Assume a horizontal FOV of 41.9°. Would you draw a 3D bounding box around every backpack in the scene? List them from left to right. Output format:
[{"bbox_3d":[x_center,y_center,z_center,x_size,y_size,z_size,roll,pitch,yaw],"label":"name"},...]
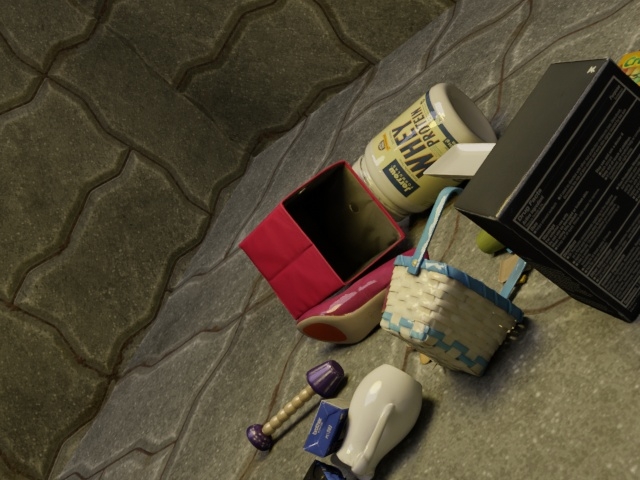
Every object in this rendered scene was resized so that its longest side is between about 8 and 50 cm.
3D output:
[{"bbox_3d":[0.019,0.466,1.514,0.120,0.101,0.098,-152,83,-75],"label":"backpack"}]

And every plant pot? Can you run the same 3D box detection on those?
[{"bbox_3d":[0.367,-0.011,1.741,0.079,0.083,0.083,-49,12,49],"label":"plant pot"}]

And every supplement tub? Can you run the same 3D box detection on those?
[{"bbox_3d":[0.263,-0.218,2.139,0.325,0.235,0.235,-39,20,28],"label":"supplement tub"}]

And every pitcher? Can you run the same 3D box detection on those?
[{"bbox_3d":[0.107,0.334,1.527,0.207,0.125,0.178,-59,0,-13],"label":"pitcher"}]

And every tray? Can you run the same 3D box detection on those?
[{"bbox_3d":[0.373,-0.170,1.850,0.270,0.030,0.145,6,38,45],"label":"tray"}]

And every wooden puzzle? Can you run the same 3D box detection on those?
[{"bbox_3d":[0.387,0.051,1.655,0.079,0.014,0.116,-26,29,42],"label":"wooden puzzle"}]

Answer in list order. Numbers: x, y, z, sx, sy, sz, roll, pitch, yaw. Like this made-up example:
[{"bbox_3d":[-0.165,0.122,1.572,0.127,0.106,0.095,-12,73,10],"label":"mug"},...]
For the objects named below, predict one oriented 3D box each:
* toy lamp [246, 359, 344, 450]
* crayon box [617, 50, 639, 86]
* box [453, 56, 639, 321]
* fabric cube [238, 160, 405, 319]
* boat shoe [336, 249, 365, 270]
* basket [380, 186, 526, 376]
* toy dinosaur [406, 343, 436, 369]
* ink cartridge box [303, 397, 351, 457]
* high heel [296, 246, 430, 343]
[{"bbox_3d":[-0.054,0.376,1.926,0.275,0.080,0.080,-44,18,20],"label":"toy lamp"},{"bbox_3d":[0.628,-0.273,1.635,0.323,0.083,0.203,-52,18,-11],"label":"crayon box"},{"bbox_3d":[0.428,-0.084,1.331,0.296,0.294,0.183,-55,18,-1],"label":"box"},{"bbox_3d":[0.000,0.000,2.111,0.254,0.259,0.258,-37,-2,-37],"label":"fabric cube"},{"bbox_3d":[0.107,0.027,2.280,0.070,0.077,0.219,-37,4,-40],"label":"boat shoe"},{"bbox_3d":[0.251,0.077,1.527,0.289,0.255,0.201,-59,31,-7],"label":"basket"},{"bbox_3d":[0.226,0.208,1.679,0.092,0.053,0.183,-66,16,2],"label":"toy dinosaur"},{"bbox_3d":[0.023,0.359,1.620,0.207,0.046,0.097,41,-110,-75],"label":"ink cartridge box"},{"bbox_3d":[0.103,0.132,1.977,0.377,0.127,0.181,-15,43,39],"label":"high heel"}]
